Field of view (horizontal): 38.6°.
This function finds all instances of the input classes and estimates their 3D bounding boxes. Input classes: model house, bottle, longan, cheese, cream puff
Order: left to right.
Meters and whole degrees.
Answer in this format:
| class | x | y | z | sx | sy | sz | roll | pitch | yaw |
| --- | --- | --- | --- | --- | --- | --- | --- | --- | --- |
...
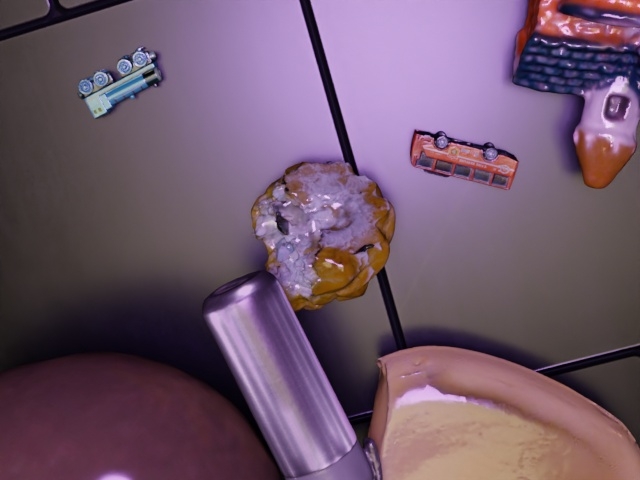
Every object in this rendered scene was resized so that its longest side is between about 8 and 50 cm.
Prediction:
| class | x | y | z | sx | sy | sz | roll | pitch | yaw |
| --- | --- | --- | --- | --- | --- | --- | --- | --- | --- |
| longan | -0.224 | 0.285 | 0.876 | 0.404 | 0.336 | 0.405 | 3 | 137 | 2 |
| bottle | -0.021 | 0.150 | 0.869 | 0.096 | 0.079 | 0.254 | -28 | 97 | -21 |
| cream puff | -0.001 | 0.001 | 0.918 | 0.121 | 0.156 | 0.156 | -8 | 104 | -38 |
| cheese | 0.191 | 0.256 | 0.943 | 0.315 | 0.128 | 0.260 | 13 | 99 | -1 |
| model house | 0.292 | -0.188 | 0.820 | 0.271 | 0.190 | 0.301 | 9 | 102 | 0 |

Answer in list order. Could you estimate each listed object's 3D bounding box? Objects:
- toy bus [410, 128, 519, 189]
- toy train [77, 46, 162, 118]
| class | x | y | z | sx | sy | sz | roll | pitch | yaw |
| --- | --- | --- | --- | --- | --- | --- | --- | --- | --- |
| toy bus | 0.145 | -0.083 | 0.930 | 0.110 | 0.031 | 0.043 | 14 | 108 | 0 |
| toy train | -0.205 | -0.163 | 0.938 | 0.092 | 0.029 | 0.045 | -25 | 106 | 7 |
